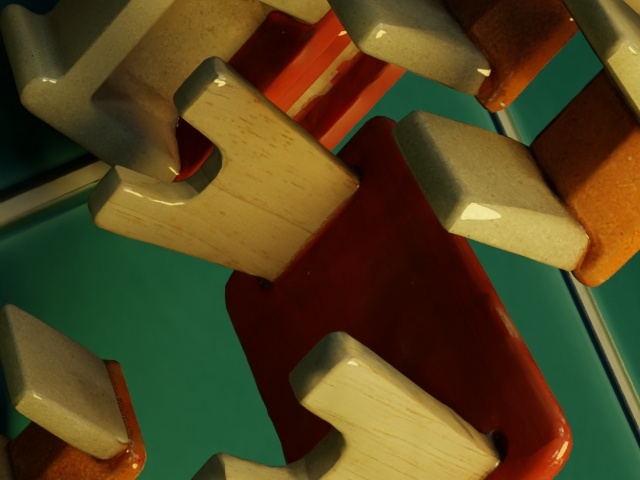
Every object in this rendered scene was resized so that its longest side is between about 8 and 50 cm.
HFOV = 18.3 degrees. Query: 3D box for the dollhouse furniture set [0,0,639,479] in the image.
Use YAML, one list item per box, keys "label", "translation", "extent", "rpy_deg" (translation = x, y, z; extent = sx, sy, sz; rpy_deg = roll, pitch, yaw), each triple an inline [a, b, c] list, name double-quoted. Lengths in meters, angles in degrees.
- label: "dollhouse furniture set"
  translation: [0.000, 0.000, 0.604]
  extent: [0.135, 0.262, 0.259]
  rpy_deg: [28, 25, -37]
